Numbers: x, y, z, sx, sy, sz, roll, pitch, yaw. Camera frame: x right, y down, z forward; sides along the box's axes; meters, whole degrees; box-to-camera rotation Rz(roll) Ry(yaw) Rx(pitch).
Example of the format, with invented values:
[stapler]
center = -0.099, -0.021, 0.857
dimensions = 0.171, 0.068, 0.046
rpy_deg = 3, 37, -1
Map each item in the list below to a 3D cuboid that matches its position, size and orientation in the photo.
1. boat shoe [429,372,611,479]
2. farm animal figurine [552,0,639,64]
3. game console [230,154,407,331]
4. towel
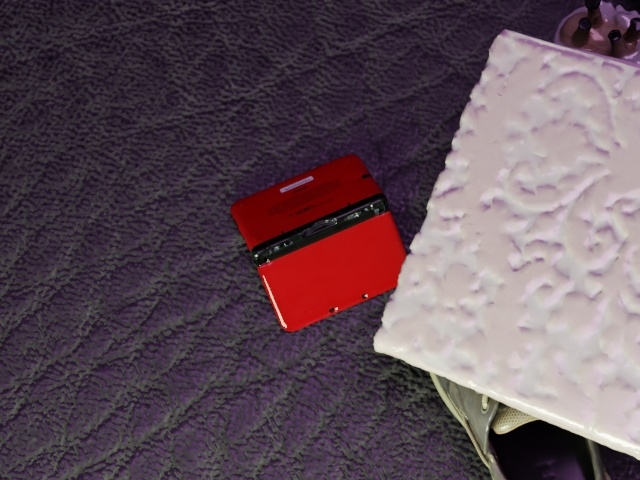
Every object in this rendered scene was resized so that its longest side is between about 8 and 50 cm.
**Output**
[boat shoe]
center = 0.193, 0.153, 1.194
dimensions = 0.132, 0.130, 0.355
rpy_deg = -23, 76, -7
[farm animal figurine]
center = 0.336, -0.040, 1.243
dimensions = 0.326, 0.172, 0.330
rpy_deg = 20, 79, 19
[game console]
center = 0.000, 0.000, 1.298
dimensions = 0.144, 0.085, 0.124
rpy_deg = -23, 44, -7
[towel]
center = 0.244, 0.004, 1.131
dimensions = 0.317, 0.053, 0.332
rpy_deg = 20, 78, 20
